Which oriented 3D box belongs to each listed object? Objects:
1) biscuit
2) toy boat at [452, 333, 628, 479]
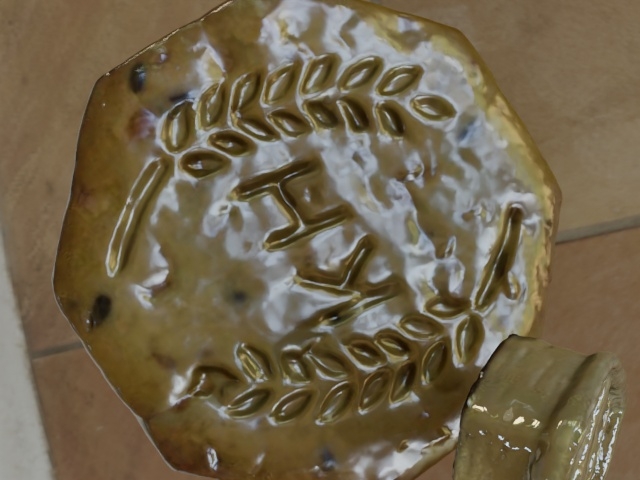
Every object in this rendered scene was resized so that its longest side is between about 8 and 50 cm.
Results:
[{"bbox_3d":[0.000,0.001,0.689,0.359,0.046,0.359,0,88,-11],"label":"biscuit"},{"bbox_3d":[0.116,0.110,0.545,0.061,0.188,0.116,18,80,23],"label":"toy boat"}]
